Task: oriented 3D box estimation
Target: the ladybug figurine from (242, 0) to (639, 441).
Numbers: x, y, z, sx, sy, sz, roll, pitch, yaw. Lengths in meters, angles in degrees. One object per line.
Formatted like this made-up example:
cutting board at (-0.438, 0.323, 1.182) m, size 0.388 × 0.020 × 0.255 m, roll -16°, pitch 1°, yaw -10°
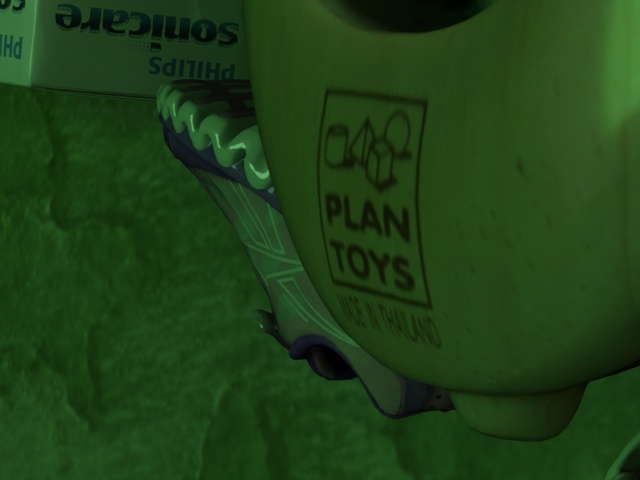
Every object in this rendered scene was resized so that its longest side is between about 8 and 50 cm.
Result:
ladybug figurine at (0.102, -0.162, 0.590) m, size 0.305 × 0.162 × 0.449 m, roll 15°, pitch 96°, yaw 58°

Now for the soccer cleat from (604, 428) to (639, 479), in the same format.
soccer cleat at (0.111, 0.115, 0.633) m, size 0.068 × 0.076 × 0.196 m, roll 49°, pitch 123°, yaw 60°

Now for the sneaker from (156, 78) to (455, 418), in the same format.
sneaker at (0.000, 0.000, 0.814) m, size 0.236 × 0.095 × 0.105 m, roll 35°, pitch 124°, yaw 50°

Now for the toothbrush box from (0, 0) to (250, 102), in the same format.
toothbrush box at (-0.123, -0.223, 0.977) m, size 0.216 × 0.126 × 0.296 m, roll 16°, pitch 102°, yaw 56°
